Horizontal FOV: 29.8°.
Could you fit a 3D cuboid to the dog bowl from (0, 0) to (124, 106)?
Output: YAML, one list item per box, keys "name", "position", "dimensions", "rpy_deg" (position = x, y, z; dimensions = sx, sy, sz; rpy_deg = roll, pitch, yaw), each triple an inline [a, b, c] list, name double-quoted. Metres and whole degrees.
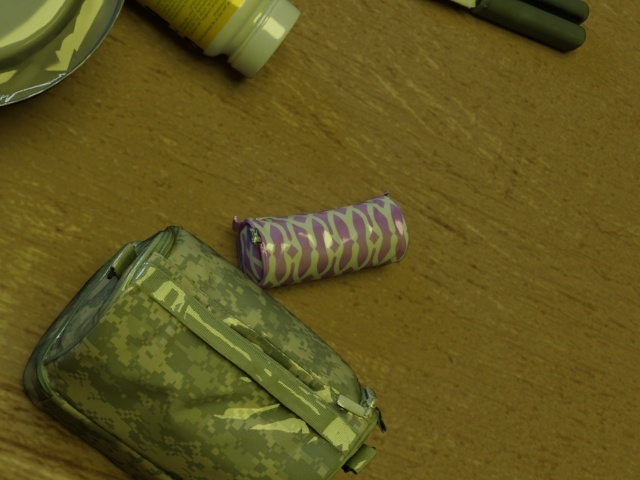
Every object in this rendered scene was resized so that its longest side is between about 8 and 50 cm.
- name: "dog bowl"
  position: [-0.364, -0.293, 1.233]
  dimensions: [0.349, 0.102, 0.349]
  rpy_deg: [1, 83, -8]

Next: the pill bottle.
- name: "pill bottle"
  position: [-0.133, -0.286, 1.368]
  dimensions: [0.208, 0.119, 0.119]
  rpy_deg: [37, 65, -11]

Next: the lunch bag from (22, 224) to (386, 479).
- name: "lunch bag"
  position: [-0.111, 0.137, 1.193]
  dimensions: [0.305, 0.256, 0.212]
  rpy_deg: [40, 65, -10]

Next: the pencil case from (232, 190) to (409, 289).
- name: "pencil case"
  position: [0.000, 0.000, 1.378]
  dimensions: [0.206, 0.086, 0.088]
  rpy_deg: [-8, 57, -27]

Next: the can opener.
- name: "can opener"
  position: [0.236, -0.331, 1.556]
  dimensions: [0.283, 0.095, 0.076]
  rpy_deg: [18, 71, -19]
